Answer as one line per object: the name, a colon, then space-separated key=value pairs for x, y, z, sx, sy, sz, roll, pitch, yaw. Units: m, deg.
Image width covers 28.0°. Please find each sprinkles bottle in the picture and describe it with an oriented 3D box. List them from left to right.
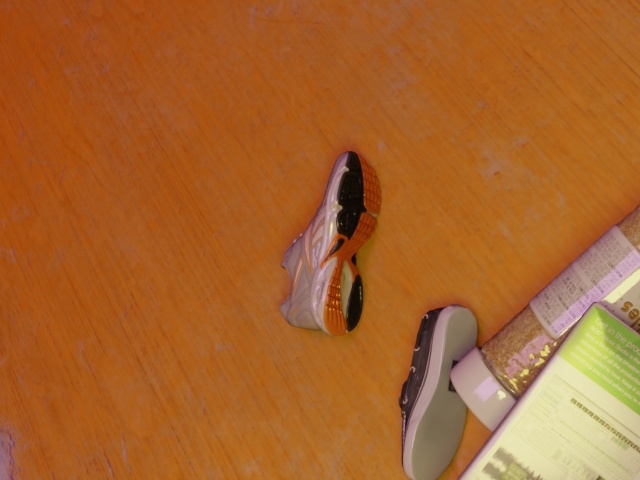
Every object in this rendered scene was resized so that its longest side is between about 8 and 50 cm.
sprinkles bottle: x=0.316 y=0.082 z=1.495 sx=0.355 sy=0.121 sz=0.121 roll=-44 pitch=52 yaw=12

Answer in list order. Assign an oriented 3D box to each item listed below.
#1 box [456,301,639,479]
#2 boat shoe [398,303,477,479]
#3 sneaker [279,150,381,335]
box: x=0.297 y=0.261 z=1.407 sx=0.232 sy=0.058 sz=0.322 roll=37 pitch=96 yaw=7
boat shoe: x=0.134 y=0.190 z=1.611 sx=0.076 sy=0.080 sz=0.228 roll=-4 pitch=71 yaw=52
sneaker: x=0.000 y=0.000 z=1.771 sx=0.121 sy=0.099 sz=0.262 roll=-2 pitch=69 yaw=39
